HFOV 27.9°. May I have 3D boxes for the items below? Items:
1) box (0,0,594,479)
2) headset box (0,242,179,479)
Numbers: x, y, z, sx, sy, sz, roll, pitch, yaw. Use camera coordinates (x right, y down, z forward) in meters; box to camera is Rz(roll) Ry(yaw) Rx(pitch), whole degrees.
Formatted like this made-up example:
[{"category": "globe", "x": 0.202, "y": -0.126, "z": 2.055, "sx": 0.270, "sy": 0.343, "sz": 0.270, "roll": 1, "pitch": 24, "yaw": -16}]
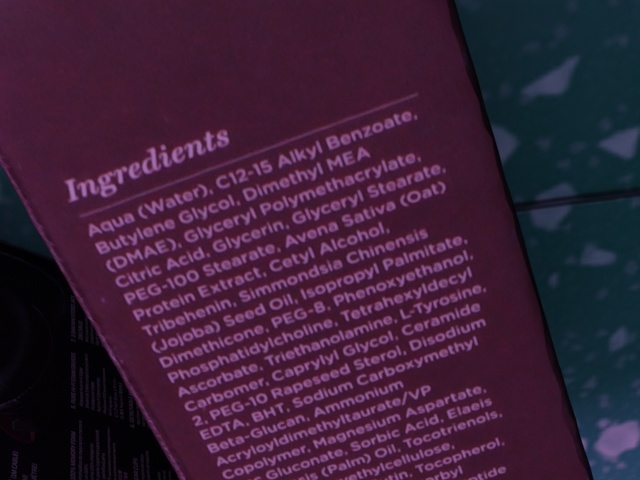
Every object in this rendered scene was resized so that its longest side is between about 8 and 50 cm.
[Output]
[{"category": "box", "x": 0.000, "y": 0.000, "z": 0.483, "sx": 0.143, "sy": 0.191, "sz": 0.381, "roll": -20, "pitch": 127, "yaw": 5}, {"category": "headset box", "x": -0.193, "y": 0.079, "z": 0.488, "sx": 0.293, "sy": 0.218, "sz": 0.110, "roll": 22, "pitch": 116, "yaw": -23}]
